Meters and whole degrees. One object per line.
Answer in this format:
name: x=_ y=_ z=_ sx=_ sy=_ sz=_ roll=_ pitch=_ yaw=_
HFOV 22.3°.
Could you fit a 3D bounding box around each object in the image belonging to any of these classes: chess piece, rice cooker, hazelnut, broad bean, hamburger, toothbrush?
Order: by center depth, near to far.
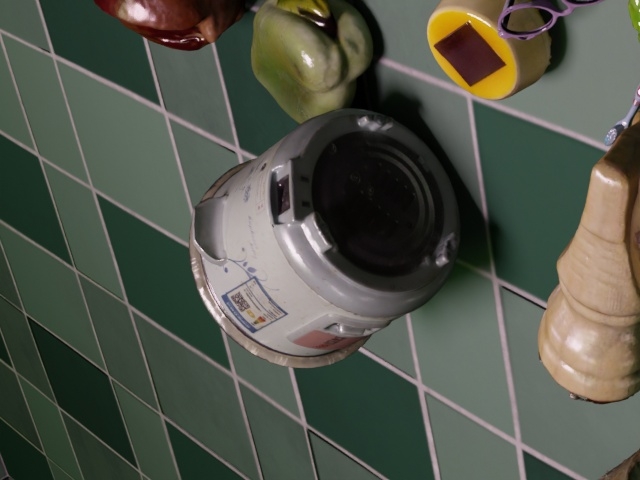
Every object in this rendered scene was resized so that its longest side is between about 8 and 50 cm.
toothbrush: x=0.300 y=-0.145 z=1.490 sx=0.013 sy=0.019 sz=0.193 roll=50 pitch=150 yaw=18
chess piece: x=0.282 y=0.014 z=1.557 sx=0.137 sy=0.137 sz=0.301 roll=40 pitch=149 yaw=32
hamburger: x=0.164 y=-0.207 z=1.587 sx=0.141 sy=0.081 sz=0.126 roll=41 pitch=152 yaw=8
rice cooker: x=0.000 y=0.000 z=1.863 sx=0.316 sy=0.316 sz=0.264 roll=137 pitch=130 yaw=-63
broad bean: x=-0.019 y=-0.213 z=1.873 sx=0.169 sy=0.100 sz=0.228 roll=55 pitch=155 yaw=19
hazelnut: x=-0.182 y=-0.301 z=1.943 sx=0.170 sy=0.201 sz=0.161 roll=4 pitch=115 yaw=42

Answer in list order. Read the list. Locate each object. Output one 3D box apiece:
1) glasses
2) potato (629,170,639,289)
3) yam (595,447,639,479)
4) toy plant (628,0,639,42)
glasses: x=0.211 y=-0.256 z=1.491 sx=0.140 sy=0.062 sz=0.104 roll=-28 pitch=56 yaw=36
potato: x=0.350 y=-0.003 z=1.408 sx=0.165 sy=0.165 sz=0.262 roll=29 pitch=146 yaw=44
yam: x=0.342 y=0.326 z=1.756 sx=0.161 sy=0.161 sz=0.268 roll=52 pitch=152 yaw=12
toy plant: x=0.285 y=-0.253 z=1.255 sx=0.316 sy=0.184 sz=0.224 roll=47 pitch=134 yaw=0
